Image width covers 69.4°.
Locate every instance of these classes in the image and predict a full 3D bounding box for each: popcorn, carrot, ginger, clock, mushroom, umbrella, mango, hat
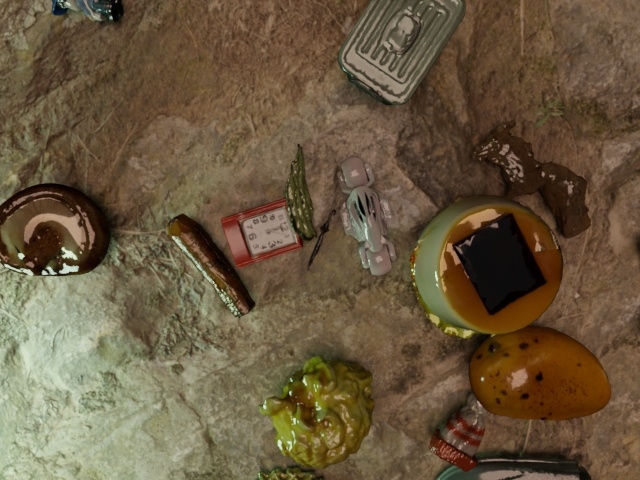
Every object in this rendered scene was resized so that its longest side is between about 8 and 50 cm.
[{"bbox_3d":[0.001,0.345,0.960,0.216,0.181,0.235,36,97,-1],"label":"popcorn"},{"bbox_3d":[-0.234,0.057,1.000,0.070,0.070,0.260,-36,94,6],"label":"carrot"},{"bbox_3d":[0.445,-0.117,0.940,0.290,0.084,0.122,40,90,-2],"label":"ginger"},{"bbox_3d":[-0.121,-0.017,0.991,0.154,0.061,0.113,-17,95,1],"label":"clock"},{"bbox_3d":[-0.563,-0.018,0.983,0.231,0.138,0.195,8,83,-9],"label":"mushroom"},{"bbox_3d":[-0.002,0.000,1.005,0.022,0.022,0.149,28,97,26],"label":"umbrella"},{"bbox_3d":[0.451,0.272,0.949,0.289,0.160,0.191,10,87,-2],"label":"mango"},{"bbox_3d":[0.315,0.402,1.001,0.112,0.093,0.163,33,91,-12],"label":"hat"}]

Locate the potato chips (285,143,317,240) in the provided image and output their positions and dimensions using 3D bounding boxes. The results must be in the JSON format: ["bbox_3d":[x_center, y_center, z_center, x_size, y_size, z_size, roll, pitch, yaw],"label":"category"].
[{"bbox_3d":[-0.043,-0.100,0.965,0.028,0.091,0.208,-5,95,29],"label":"potato chips"}]

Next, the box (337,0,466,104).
[{"bbox_3d":[0.149,-0.384,0.902,0.163,0.135,0.244,32,96,-2],"label":"box"}]

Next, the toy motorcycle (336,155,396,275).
[{"bbox_3d":[0.096,-0.050,0.952,0.112,0.112,0.255,-16,94,4],"label":"toy motorcycle"}]

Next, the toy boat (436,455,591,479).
[{"bbox_3d":[0.415,0.542,1.012,0.319,0.092,0.142,-1,97,10],"label":"toy boat"}]

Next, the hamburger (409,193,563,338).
[{"bbox_3d":[0.321,0.048,0.919,0.294,0.179,0.276,-33,96,2],"label":"hamburger"}]

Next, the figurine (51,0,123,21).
[{"bbox_3d":[-0.491,-0.499,0.951,0.149,0.087,0.086,16,59,0],"label":"figurine"}]

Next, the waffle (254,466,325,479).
[{"bbox_3d":[-0.072,0.605,1.065,0.183,0.036,0.170,6,94,0],"label":"waffle"}]
